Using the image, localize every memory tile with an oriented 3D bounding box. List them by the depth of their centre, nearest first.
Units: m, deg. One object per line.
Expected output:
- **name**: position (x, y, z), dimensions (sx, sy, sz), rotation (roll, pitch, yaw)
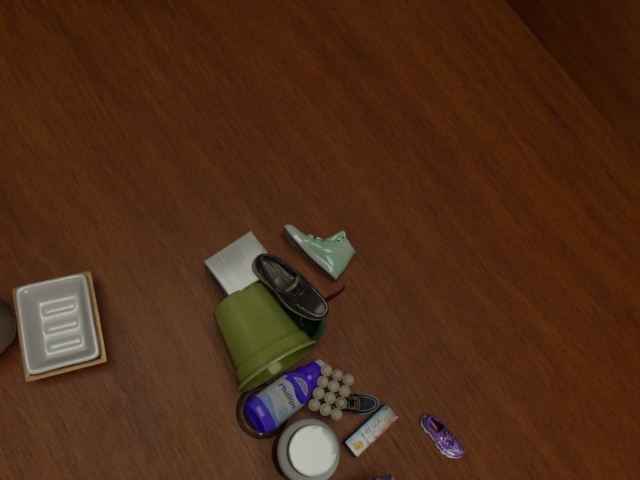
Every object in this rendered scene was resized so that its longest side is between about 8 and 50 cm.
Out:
- **memory tile**: position (0.034, 0.465, 1.758), dimensions (0.113, 0.012, 0.148), rotation (22, 70, -1)

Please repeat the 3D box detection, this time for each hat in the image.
- **hat**: position (-0.017, 0.260, 1.913), dimensions (0.208, 0.183, 0.173), rotation (-25, 75, 22)

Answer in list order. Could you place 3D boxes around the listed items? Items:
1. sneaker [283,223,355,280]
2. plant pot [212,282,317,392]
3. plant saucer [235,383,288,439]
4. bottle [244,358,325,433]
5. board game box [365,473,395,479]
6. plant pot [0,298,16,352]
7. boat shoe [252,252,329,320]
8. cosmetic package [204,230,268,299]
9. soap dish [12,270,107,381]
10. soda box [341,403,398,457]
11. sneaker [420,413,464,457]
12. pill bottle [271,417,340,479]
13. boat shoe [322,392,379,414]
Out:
- **sneaker**: position (0.000, 0.000, 1.968), dimensions (0.256, 0.094, 0.151), rotation (42, 75, -4)
- **plant pot**: position (-0.190, 0.280, 1.746), dimensions (0.276, 0.276, 0.254), rotation (-28, 73, -18)
- **plant saucer**: position (-0.178, 0.528, 1.782), dimensions (0.168, 0.029, 0.168), rotation (3, 69, -9)
- **bottle**: position (-0.094, 0.466, 1.759), dimensions (0.283, 0.092, 0.118), rotation (-30, 86, -34)
- **board game box**: position (0.117, 0.748, 1.613), dimensions (0.193, 0.147, 0.045), rotation (-20, 111, 19)
- **plant pot**: position (-0.970, 0.253, 1.679), dimensions (0.110, 0.237, 0.237), rotation (2, 64, -50)
- **boat shoe**: position (-0.089, 0.142, 1.757), dimensions (0.285, 0.092, 0.103), rotation (43, 76, -3)
- **cosmetic package**: position (-0.258, 0.096, 1.860), dimensions (0.183, 0.151, 0.151), rotation (-33, 79, -18)
- **soap dish**: position (-0.781, 0.258, 1.731), dimensions (0.229, 0.118, 0.291), rotation (-13, 73, -14)
- **soda box**: position (0.156, 0.595, 1.797), dimensions (0.183, 0.058, 0.063), rotation (-36, 79, -20)
- **sneaker**: position (0.388, 0.622, 1.820), dimensions (0.170, 0.071, 0.068), rotation (43, 69, 7)
- **pill bottle**: position (-0.041, 0.597, 1.623), dimensions (0.176, 0.318, 0.176), rotation (3, 68, -8)
- **boat shoe**: position (0.101, 0.514, 1.804), dimensions (0.183, 0.083, 0.065), rotation (2, 70, -9)
